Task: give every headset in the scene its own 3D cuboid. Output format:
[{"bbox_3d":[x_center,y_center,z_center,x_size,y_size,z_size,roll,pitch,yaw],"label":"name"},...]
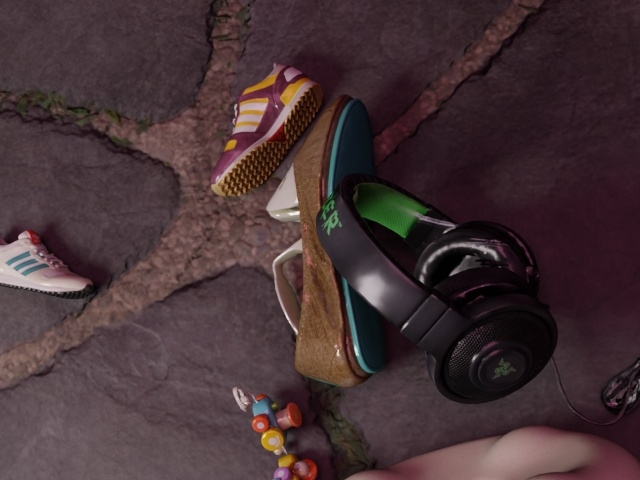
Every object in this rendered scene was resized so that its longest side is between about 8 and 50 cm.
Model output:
[{"bbox_3d":[0.183,0.050,0.956,0.394,0.243,0.185,36,111,-10],"label":"headset"}]

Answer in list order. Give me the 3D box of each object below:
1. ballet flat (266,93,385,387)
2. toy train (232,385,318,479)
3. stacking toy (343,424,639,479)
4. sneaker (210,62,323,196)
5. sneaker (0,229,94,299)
[{"bbox_3d":[0.000,0.000,1.082,0.124,0.116,0.342,-11,75,28],"label":"ballet flat"},{"bbox_3d":[-0.038,0.229,1.001,0.046,0.125,0.166,-24,67,7],"label":"toy train"},{"bbox_3d":[0.180,0.441,0.849,0.350,0.350,0.480,-17,90,6],"label":"stacking toy"},{"bbox_3d":[-0.082,-0.137,1.153,0.084,0.069,0.185,36,77,28],"label":"sneaker"},{"bbox_3d":[-0.353,0.026,1.160,0.161,0.057,0.075,8,81,17],"label":"sneaker"}]
